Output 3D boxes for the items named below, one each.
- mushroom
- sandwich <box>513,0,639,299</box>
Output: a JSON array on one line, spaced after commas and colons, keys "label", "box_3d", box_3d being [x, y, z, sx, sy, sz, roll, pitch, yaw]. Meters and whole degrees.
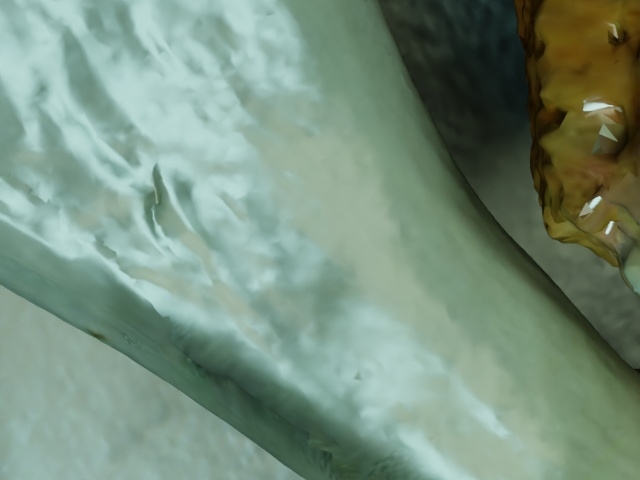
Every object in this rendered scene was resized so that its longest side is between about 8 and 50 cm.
[{"label": "mushroom", "box_3d": [0.000, 0.000, 0.533, 0.329, 0.159, 0.122, 42, 50, -17]}, {"label": "sandwich", "box_3d": [0.117, -0.107, 0.534, 0.250, 0.162, 0.301, 27, 61, -26]}]
